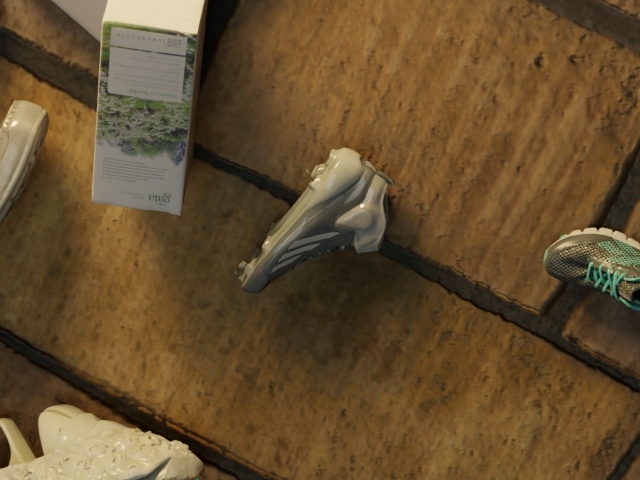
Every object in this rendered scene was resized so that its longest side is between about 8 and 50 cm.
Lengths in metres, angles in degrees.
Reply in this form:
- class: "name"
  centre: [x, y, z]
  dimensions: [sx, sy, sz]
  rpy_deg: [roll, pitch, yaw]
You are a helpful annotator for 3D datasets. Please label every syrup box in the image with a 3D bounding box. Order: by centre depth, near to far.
- class: "syrup box"
  centre: [-0.169, -0.145, 1.915]
  dimensions: [0.093, 0.096, 0.237]
  rpy_deg: [8, 133, -1]

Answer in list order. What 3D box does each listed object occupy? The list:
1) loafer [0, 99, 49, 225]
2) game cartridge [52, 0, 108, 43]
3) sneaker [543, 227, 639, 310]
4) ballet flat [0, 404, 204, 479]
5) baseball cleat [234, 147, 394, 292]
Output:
- class: "loafer"
  centre: [-0.396, -0.038, 2.069]
  dimensions: [0.111, 0.112, 0.319]
  rpy_deg: [34, 122, -10]
- class: "game cartridge"
  centre: [-0.174, -0.336, 1.884]
  dimensions: [0.196, 0.060, 0.294]
  rpy_deg: [43, 120, -2]
- class: "sneaker"
  centre: [0.300, 0.034, 1.901]
  dimensions: [0.166, 0.076, 0.065]
  rpy_deg: [8, 117, 14]
- class: "ballet flat"
  centre: [-0.329, 0.259, 2.191]
  dimensions: [0.409, 0.147, 0.147]
  rpy_deg: [-17, 109, 24]
- class: "baseball cleat"
  centre: [0.000, 0.000, 1.985]
  dimensions: [0.109, 0.072, 0.206]
  rpy_deg: [33, 125, -8]
